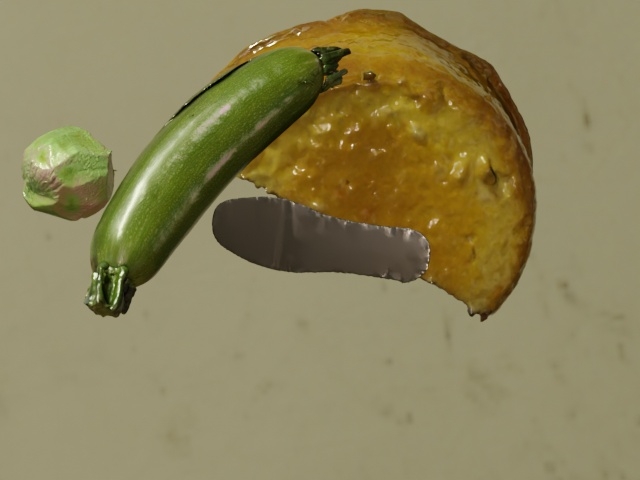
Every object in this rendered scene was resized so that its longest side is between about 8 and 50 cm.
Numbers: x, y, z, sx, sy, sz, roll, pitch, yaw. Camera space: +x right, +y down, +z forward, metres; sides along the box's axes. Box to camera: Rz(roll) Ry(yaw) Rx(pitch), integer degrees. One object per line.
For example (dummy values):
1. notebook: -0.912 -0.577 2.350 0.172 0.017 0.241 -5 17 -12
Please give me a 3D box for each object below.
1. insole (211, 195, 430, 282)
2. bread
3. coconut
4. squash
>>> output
1. insole: 0.000 0.000 1.101 0.135 0.045 0.002 8 9 5
2. bread: 0.073 -0.092 1.632 0.340 0.179 0.194 30 20 -15
3. coconut: -0.209 -0.054 1.494 0.081 0.083 0.082 -38 -18 -17
4. squash: -0.095 -0.064 1.431 0.080 0.071 0.318 11 52 47
